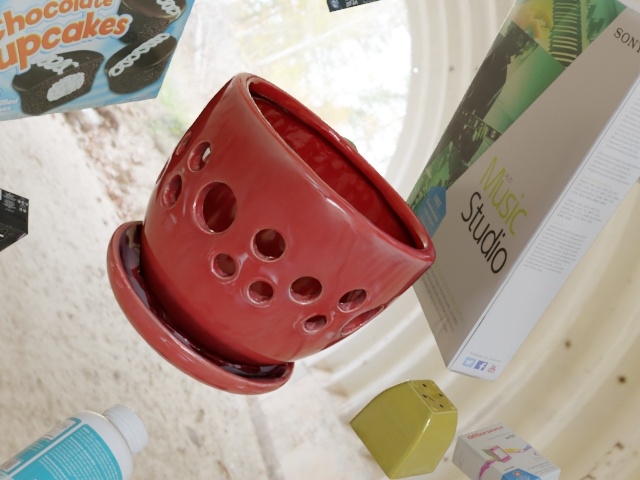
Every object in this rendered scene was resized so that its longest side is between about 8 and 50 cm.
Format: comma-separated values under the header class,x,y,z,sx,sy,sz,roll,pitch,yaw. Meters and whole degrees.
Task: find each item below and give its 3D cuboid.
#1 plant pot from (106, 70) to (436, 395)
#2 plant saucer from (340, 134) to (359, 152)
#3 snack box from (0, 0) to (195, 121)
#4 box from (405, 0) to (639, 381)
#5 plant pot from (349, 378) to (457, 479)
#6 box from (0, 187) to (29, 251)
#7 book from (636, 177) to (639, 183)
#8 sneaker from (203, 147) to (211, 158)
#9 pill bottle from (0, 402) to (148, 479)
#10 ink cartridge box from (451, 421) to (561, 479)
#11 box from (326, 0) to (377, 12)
class,x,y,z,sx,sy,sz,roll,pitch,yaw
plant pot,-0.040,0.004,0.575,0.191,0.174,0.191,38,17,-13
plant saucer,-0.067,-0.040,0.850,0.037,0.241,0.241,55,-6,21
snack box,-0.290,-0.217,0.845,0.060,0.322,0.187,50,-47,19
box,0.176,-0.070,0.707,0.059,0.322,0.232,18,27,-20
plant pot,0.099,0.195,0.856,0.082,0.083,0.081,10,32,-47
box,-0.403,-0.022,0.962,0.062,0.083,0.052,27,45,-48
book,0.366,-0.140,1.000,0.144,0.035,0.096,55,-10,-34
sneaker,-0.126,-0.116,0.969,0.051,0.070,0.134,25,38,-15
pill bottle,-0.402,0.370,1.265,0.146,0.264,0.146,22,-51,31
ink cartridge box,0.261,0.319,1.127,0.122,0.089,0.052,35,-55,49
box,0.051,-0.305,0.967,0.067,0.083,0.018,-76,153,-54
